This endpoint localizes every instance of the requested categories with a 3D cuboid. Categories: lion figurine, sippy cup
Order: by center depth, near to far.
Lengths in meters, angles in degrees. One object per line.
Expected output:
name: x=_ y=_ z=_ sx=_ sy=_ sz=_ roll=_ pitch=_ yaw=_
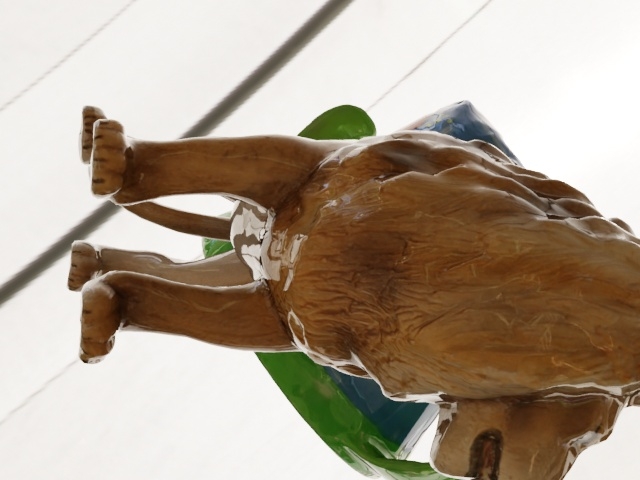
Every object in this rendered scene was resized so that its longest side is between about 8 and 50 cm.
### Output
lion figurine: x=0.000 y=0.000 z=0.634 sx=0.392 sy=0.240 sz=0.142 roll=-132 pitch=-133 yaw=-71
sippy cup: x=0.067 y=0.022 z=0.953 sx=0.224 sy=0.240 sz=0.305 roll=-35 pitch=-98 yaw=8
